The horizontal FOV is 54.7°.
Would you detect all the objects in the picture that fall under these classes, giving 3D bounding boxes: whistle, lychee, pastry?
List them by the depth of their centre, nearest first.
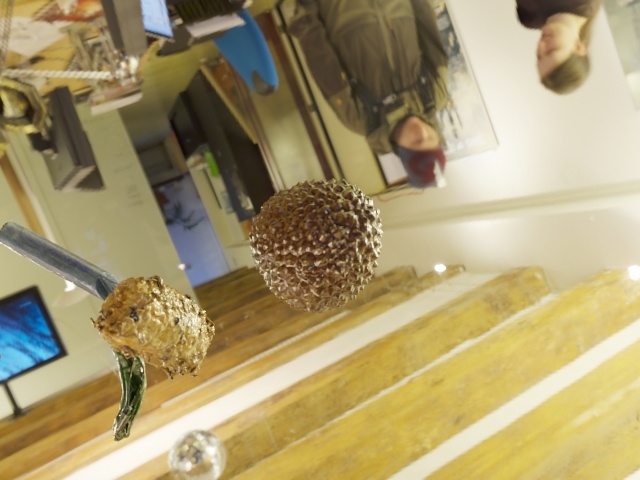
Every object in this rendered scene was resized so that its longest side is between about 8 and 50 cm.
[{"bbox_3d":[-0.152,0.080,0.586,0.056,0.140,0.080,7,-118,23],"label":"pastry"},{"bbox_3d":[0.000,0.000,1.173,0.267,0.268,0.267,-21,-174,2],"label":"lychee"},{"bbox_3d":[-0.560,0.049,1.343,0.062,0.304,0.062,-61,172,-15],"label":"whistle"}]

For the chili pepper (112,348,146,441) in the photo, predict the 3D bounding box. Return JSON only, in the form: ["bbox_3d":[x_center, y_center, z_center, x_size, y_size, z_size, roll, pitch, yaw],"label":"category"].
[{"bbox_3d":[-0.346,0.273,1.118,0.073,0.182,0.050,-3,169,33],"label":"chili pepper"}]
